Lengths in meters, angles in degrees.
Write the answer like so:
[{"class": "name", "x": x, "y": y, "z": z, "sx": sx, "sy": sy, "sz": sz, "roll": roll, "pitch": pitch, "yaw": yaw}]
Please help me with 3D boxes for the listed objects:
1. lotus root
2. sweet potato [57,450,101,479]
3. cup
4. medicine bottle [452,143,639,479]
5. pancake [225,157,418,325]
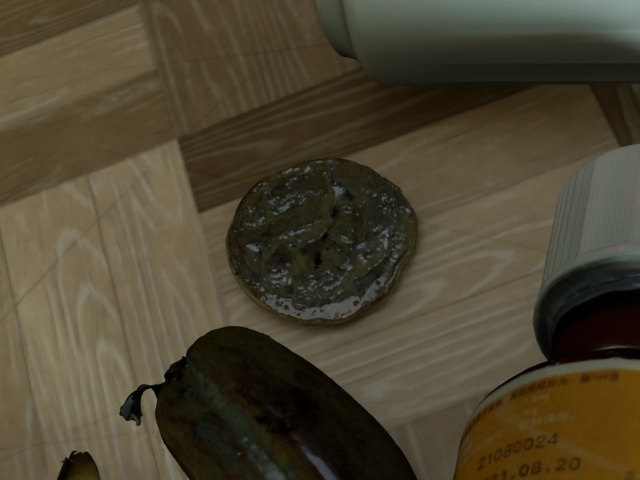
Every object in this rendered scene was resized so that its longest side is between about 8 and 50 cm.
[{"class": "lotus root", "x": -0.022, "y": 0.154, "z": 1.209, "sx": 0.241, "sy": 0.123, "sz": 0.124, "roll": 43, "pitch": 107, "yaw": 31}, {"class": "sweet potato", "x": -0.250, "y": 0.273, "z": 1.204, "sx": 0.124, "sy": 0.098, "sz": 0.310, "roll": 8, "pitch": 49, "yaw": 30}, {"class": "cup", "x": 0.185, "y": -0.257, "z": 1.365, "sx": 0.327, "sy": 0.237, "sz": 0.323, "roll": 2, "pitch": 29, "yaw": 19}, {"class": "medicine bottle", "x": 0.214, "y": 0.130, "z": 1.093, "sx": 0.242, "sy": 0.242, "sz": 0.395, "roll": 5, "pitch": 48, "yaw": 20}, {"class": "pancake", "x": 0.000, "y": 0.000, "z": 1.361, "sx": 0.158, "sy": 0.028, "sz": 0.158, "roll": -7, "pitch": 55, "yaw": 10}]
